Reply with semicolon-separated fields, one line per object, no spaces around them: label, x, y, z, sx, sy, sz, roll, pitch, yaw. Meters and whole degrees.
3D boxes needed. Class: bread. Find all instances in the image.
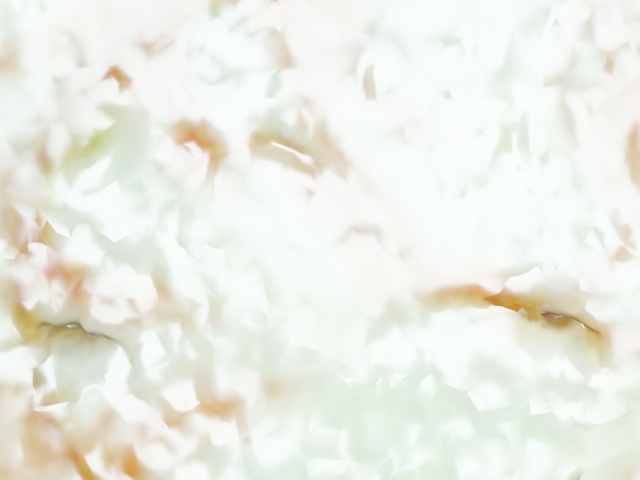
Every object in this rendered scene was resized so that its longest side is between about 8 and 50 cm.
bread;-0.003;0.003;0.491;0.295;0.114;0.328;-8;103;3
